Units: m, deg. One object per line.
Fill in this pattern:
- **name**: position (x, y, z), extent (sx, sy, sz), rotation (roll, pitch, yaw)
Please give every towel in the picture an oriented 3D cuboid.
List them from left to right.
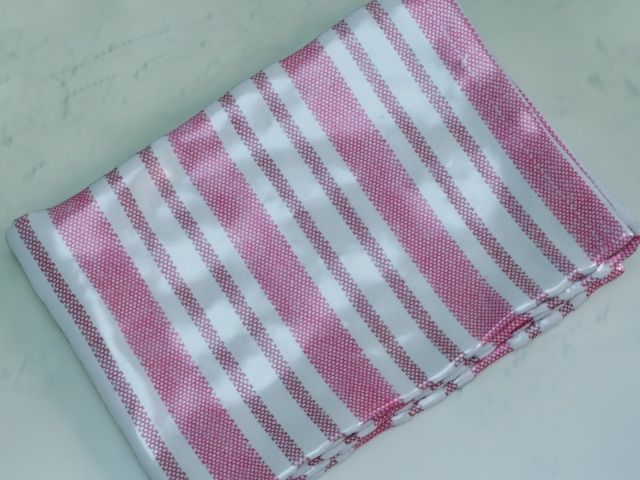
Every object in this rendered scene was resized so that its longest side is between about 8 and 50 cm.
- **towel**: position (0.000, 0.000, 0.659), extent (0.197, 0.029, 0.144), rotation (-33, 71, -11)
